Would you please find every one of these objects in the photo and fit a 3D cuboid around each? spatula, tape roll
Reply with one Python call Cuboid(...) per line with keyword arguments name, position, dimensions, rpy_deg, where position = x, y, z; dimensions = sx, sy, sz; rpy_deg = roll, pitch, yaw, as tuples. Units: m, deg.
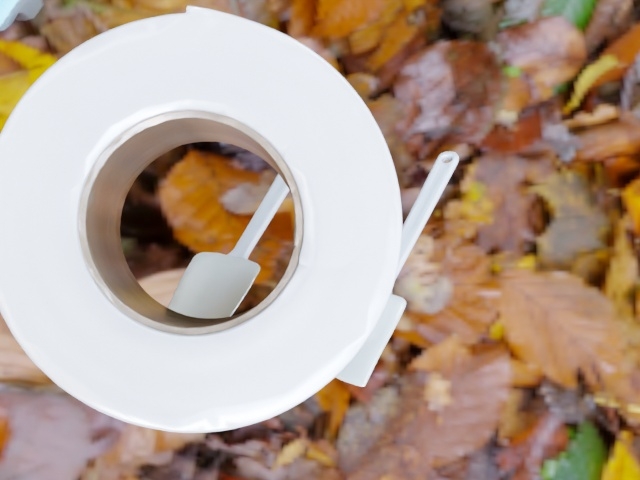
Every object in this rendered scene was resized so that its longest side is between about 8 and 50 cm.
Cuboid(name="spatula", position=(0.000, 0.000, 1.173), dimensions=(0.019, 0.168, 0.242), rpy_deg=(77, 32, -45))
Cuboid(name="tape roll", position=(-0.074, -0.009, 0.964), dimensions=(0.246, 0.169, 0.246), rpy_deg=(0, 88, 0))

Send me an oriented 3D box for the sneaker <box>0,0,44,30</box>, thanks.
Cuboid(name="sneaker", position=(-0.103, -0.113, 0.342), dimensions=(0.125, 0.104, 0.262), rpy_deg=(27, 100, -41))
